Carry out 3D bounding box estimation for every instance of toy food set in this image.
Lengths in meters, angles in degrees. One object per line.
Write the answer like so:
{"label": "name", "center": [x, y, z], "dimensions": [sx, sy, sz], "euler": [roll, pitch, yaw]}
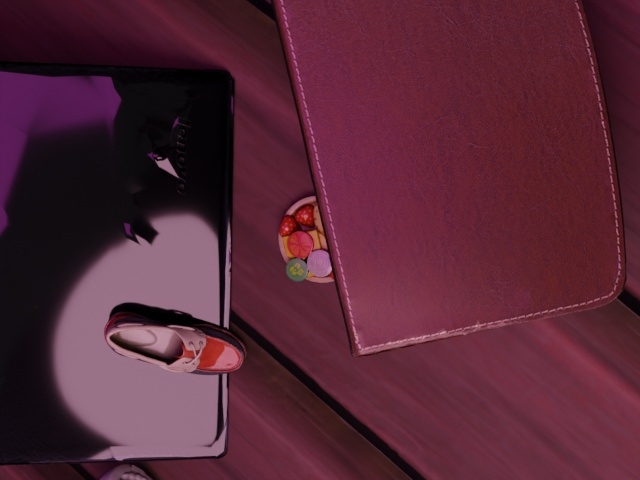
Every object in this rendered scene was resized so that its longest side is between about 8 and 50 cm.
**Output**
{"label": "toy food set", "center": [0.000, 0.000, 0.785], "dimensions": [0.083, 0.020, 0.082], "euler": [-13, 93, 19]}

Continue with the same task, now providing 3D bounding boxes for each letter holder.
{"label": "letter holder", "center": [0.100, -0.089, 0.672], "dimensions": [0.214, 0.152, 0.302], "euler": [-13, 93, 7]}

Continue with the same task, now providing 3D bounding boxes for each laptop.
{"label": "laptop", "center": [-0.310, 0.013, 0.890], "dimensions": [0.408, 0.236, 0.382], "euler": [10, 102, 45]}

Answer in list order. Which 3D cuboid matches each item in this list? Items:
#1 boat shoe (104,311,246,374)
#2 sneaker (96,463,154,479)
{"label": "boat shoe", "center": [-0.134, 0.099, 0.801], "dimensions": [0.137, 0.043, 0.049], "euler": [17, 94, -14]}
{"label": "sneaker", "center": [-0.167, 0.383, 0.836], "dimensions": [0.127, 0.126, 0.321], "euler": [-27, 90, 14]}
